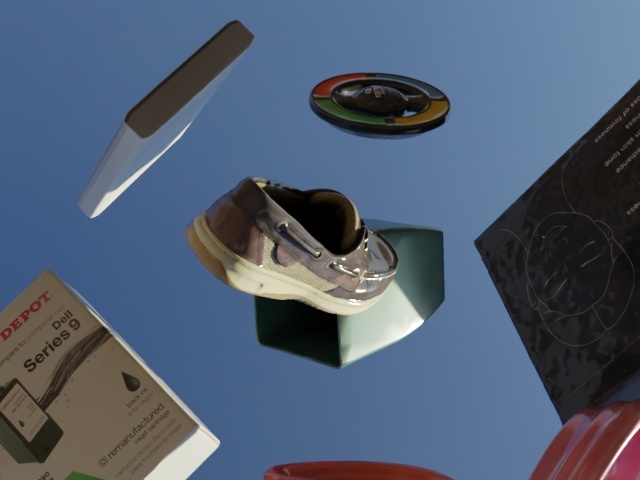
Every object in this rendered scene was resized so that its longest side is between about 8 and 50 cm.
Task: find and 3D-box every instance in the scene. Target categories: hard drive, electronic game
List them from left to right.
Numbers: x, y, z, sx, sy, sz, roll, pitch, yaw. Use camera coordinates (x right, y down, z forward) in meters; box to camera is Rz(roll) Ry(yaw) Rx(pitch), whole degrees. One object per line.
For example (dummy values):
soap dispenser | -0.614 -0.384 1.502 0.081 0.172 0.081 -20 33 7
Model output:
hard drive | -0.238 -0.169 1.492 0.047 0.353 0.233 45 -118 -6
electronic game | 0.096 -0.221 1.624 0.229 0.048 0.229 3 -149 -2

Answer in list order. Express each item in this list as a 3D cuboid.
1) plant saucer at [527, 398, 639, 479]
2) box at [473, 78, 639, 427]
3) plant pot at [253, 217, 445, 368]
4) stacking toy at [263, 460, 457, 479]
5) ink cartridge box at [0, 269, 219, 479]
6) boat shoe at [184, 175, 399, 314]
plant saucer | 0.320 0.342 1.287 0.084 0.332 0.332 27 -137 30
box | 0.581 0.052 1.726 0.297 0.480 0.472 27 -151 -31
plant pot | 0.051 0.047 1.355 0.234 0.166 0.165 -14 -164 -41
stacking toy | 0.034 0.248 0.684 0.279 0.309 0.130 3 -90 -31
ink cartridge box | -0.301 0.211 1.229 0.289 0.121 0.211 41 -100 21
boat shoe | 0.000 0.000 0.926 0.285 0.092 0.103 12 -141 -53
